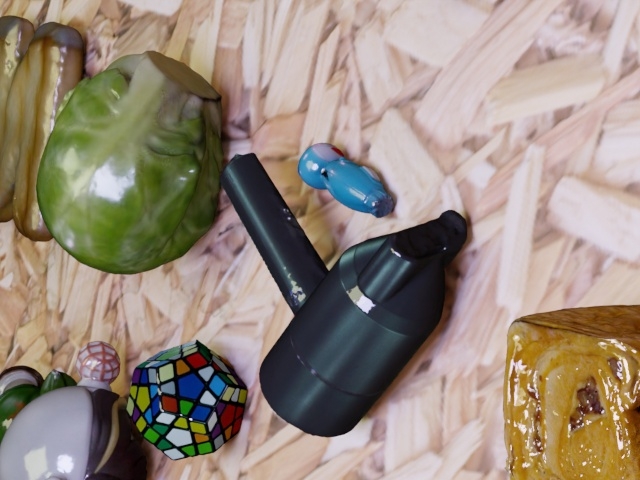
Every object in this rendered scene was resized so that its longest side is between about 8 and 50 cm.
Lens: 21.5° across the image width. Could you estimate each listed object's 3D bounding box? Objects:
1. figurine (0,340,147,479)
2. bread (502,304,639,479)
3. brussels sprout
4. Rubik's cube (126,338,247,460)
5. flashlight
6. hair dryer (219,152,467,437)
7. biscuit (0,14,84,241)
[{"bbox_3d":[-0.325,0.249,2.052,0.370,0.167,0.281,28,105,62],"label":"figurine"},{"bbox_3d":[0.232,0.124,1.278,0.158,0.143,0.149,21,111,54],"label":"bread"},{"bbox_3d":[-0.210,-0.084,1.871,0.244,0.244,0.244,-8,80,55],"label":"brussels sprout"},{"bbox_3d":[-0.146,0.174,1.841,0.112,0.133,0.133,107,154,-69],"label":"Rubik's cube"},{"bbox_3d":[0.026,-0.056,1.675,0.129,0.051,0.051,38,118,44],"label":"flashlight"},{"bbox_3d":[0.000,0.000,1.617,0.302,0.116,0.244,57,130,27],"label":"hair dryer"},{"bbox_3d":[-0.396,-0.154,2.273,0.237,0.062,0.290,15,99,54],"label":"biscuit"}]
